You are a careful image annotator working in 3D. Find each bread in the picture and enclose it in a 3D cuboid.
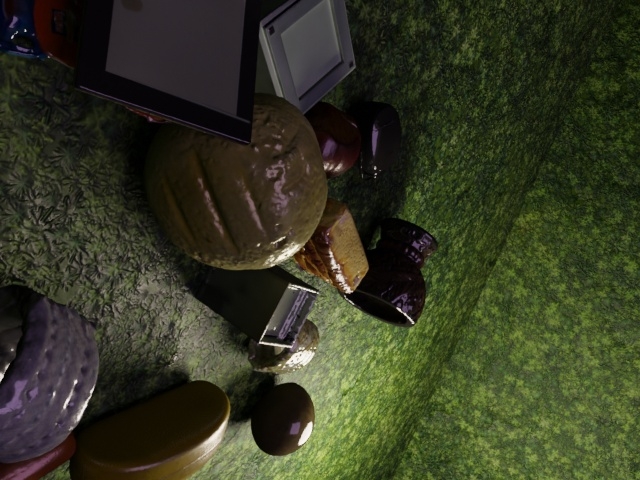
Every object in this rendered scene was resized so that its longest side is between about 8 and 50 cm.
[{"bbox_3d":[-0.149,-0.098,1.012,0.237,0.321,0.320,-50,150,-46],"label":"bread"},{"bbox_3d":[0.000,0.000,1.378,0.114,0.185,0.274,-52,149,-22],"label":"bread"}]

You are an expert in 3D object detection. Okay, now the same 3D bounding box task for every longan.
[{"bbox_3d":[-0.107,0.520,1.661,0.212,0.198,0.198,-56,148,-10],"label":"longan"}]

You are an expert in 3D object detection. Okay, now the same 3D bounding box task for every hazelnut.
[{"bbox_3d":[-0.007,-0.211,1.245,0.204,0.178,0.177,-70,170,-60],"label":"hazelnut"}]

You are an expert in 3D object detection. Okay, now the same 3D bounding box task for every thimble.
[{"bbox_3d":[-0.103,0.280,1.528,0.190,0.137,0.143,-49,151,7],"label":"thimble"},{"bbox_3d":[-0.468,0.200,0.870,0.245,0.217,0.157,-64,152,-23],"label":"thimble"}]

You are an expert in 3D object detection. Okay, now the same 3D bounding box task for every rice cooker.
[{"bbox_3d":[0.133,-0.255,1.456,0.142,0.118,0.202,-33,138,-38],"label":"rice cooker"}]

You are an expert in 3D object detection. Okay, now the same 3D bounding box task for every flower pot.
[{"bbox_3d":[0.217,0.089,1.739,0.267,0.267,0.266,-62,150,-19],"label":"flower pot"}]

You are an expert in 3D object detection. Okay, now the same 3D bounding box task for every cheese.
[{"bbox_3d":[-0.286,-0.282,0.823,0.329,0.129,0.216,5,79,-42],"label":"cheese"}]

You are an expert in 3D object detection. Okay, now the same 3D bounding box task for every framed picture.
[{"bbox_3d":[-0.196,-0.331,0.814,0.265,0.016,0.346,12,76,-39],"label":"framed picture"}]

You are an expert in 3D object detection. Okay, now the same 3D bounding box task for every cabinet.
[{"bbox_3d":[-0.137,0.123,1.284,0.150,0.206,0.145,26,92,-58],"label":"cabinet"}]

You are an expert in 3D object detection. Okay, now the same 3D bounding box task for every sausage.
[{"bbox_3d":[-0.551,0.416,1.054,0.198,0.076,0.076,-26,134,-42],"label":"sausage"}]

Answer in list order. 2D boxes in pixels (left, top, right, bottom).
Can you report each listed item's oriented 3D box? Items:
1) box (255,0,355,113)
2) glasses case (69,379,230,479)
[{"bbox_3d":[-0.053,-0.380,1.097,0.225,0.117,0.225,-46,145,-23],"label":"box"},{"bbox_3d":[-0.355,0.451,1.264,0.371,0.173,0.141,-14,129,-50],"label":"glasses case"}]
